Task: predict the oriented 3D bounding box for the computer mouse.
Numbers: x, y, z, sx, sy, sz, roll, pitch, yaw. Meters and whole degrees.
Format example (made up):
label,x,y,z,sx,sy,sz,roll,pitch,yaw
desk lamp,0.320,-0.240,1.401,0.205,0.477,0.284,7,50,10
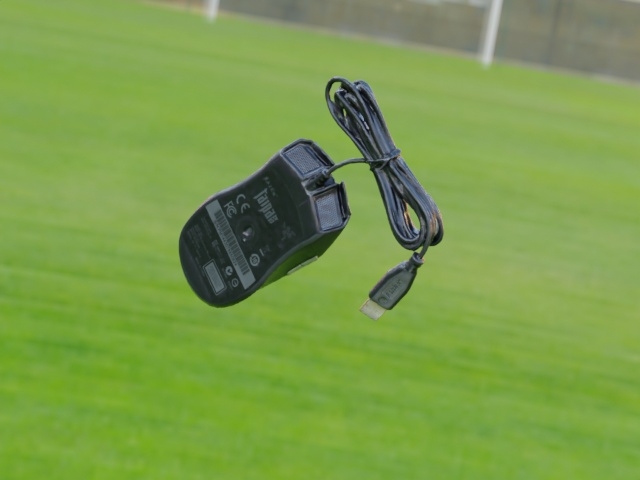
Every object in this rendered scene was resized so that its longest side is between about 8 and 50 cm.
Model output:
label,x,y,z,sx,sy,sz,roll,pitch,yaw
computer mouse,0.000,0.000,1.676,0.060,0.262,0.184,-7,61,-53
